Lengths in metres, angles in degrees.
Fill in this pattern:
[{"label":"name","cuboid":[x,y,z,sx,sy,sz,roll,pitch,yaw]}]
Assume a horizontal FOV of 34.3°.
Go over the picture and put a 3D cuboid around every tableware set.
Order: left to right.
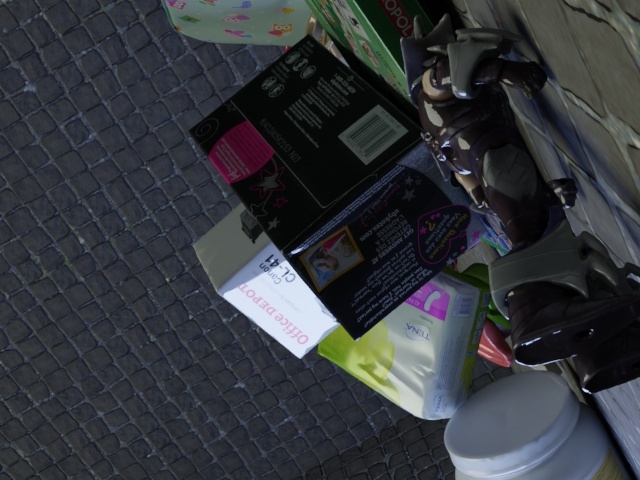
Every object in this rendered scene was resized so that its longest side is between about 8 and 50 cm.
[{"label":"tableware set","cuboid":[0.009,-0.320,1.366,0.141,0.020,0.168,-161,83,-76]}]

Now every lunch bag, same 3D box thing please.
[{"label":"lunch bag","cuboid":[-0.095,-0.378,1.546,0.224,0.279,0.108,82,-169,-78]}]

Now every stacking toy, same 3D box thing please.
[{"label":"stacking toy","cuboid":[0.297,0.078,1.753,0.279,0.130,0.309,22,154,51]}]

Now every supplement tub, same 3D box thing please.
[{"label":"supplement tub","cuboid":[0.351,0.388,1.570,0.331,0.241,0.241,59,-176,-16]}]

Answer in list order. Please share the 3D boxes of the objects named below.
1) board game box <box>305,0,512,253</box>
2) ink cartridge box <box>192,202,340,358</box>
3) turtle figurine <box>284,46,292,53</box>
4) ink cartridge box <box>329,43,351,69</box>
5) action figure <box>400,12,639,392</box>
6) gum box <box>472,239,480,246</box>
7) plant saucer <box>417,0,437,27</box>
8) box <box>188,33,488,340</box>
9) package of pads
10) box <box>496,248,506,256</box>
[{"label":"board game box","cuboid":[0.091,-0.128,0.941,0.317,0.046,0.213,54,179,-15]},{"label":"ink cartridge box","cuboid":[0.000,0.000,1.576,0.226,0.306,0.131,44,-174,-39]},{"label":"turtle figurine","cuboid":[-0.067,-0.402,1.728,0.234,0.118,0.175,44,162,38]},{"label":"ink cartridge box","cuboid":[0.096,-0.206,1.473,0.234,0.088,0.193,60,-175,-10]},{"label":"action figure","cuboid":[0.128,-0.039,0.680,0.185,0.099,0.285,44,-161,-51]},{"label":"gum box","cuboid":[0.151,-0.015,1.482,0.062,0.188,0.107,59,177,-33]},{"label":"plant saucer","cuboid":[0.043,-0.291,1.076,0.317,0.044,0.317,59,-176,-6]},{"label":"box","cuboid":[0.013,-0.057,0.971,0.142,0.163,0.247,52,179,-40]},{"label":"package of pads","cuboid":[0.126,0.137,1.684,0.296,0.101,0.229,26,111,48]},{"label":"box","cuboid":[0.245,0.020,1.300,0.136,0.028,0.081,60,-177,33]}]
